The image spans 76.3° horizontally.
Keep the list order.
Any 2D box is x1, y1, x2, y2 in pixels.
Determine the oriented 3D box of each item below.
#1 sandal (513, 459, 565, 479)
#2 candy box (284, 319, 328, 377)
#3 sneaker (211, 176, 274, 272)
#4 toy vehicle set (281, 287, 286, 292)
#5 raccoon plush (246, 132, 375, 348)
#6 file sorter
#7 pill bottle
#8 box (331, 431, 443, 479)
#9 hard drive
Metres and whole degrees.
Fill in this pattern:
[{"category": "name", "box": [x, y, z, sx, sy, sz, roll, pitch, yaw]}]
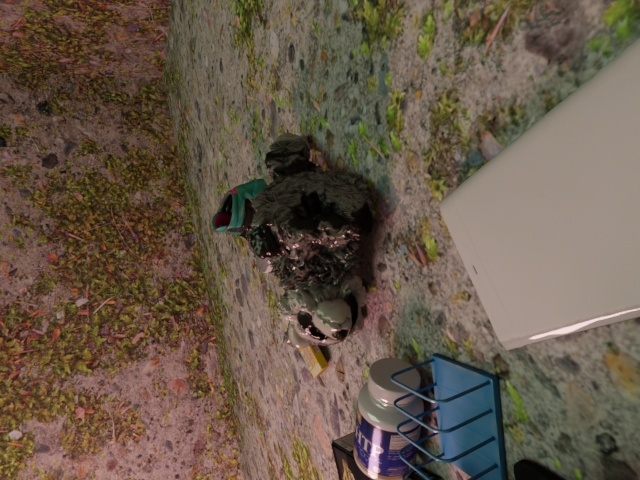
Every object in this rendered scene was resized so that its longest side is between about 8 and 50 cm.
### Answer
[{"category": "sandal", "box": [0.282, 0.303, 0.443, 0.179, 0.040, 0.067, -5, 94, 64]}, {"category": "candy box", "box": [-0.048, 0.249, 1.057, 0.206, 0.027, 0.105, 59, 153, 21]}, {"category": "sneaker", "box": [-0.217, -0.029, 1.169, 0.124, 0.178, 0.295, 37, 131, 54]}, {"category": "toy vehicle set", "box": [-0.042, 0.087, 1.021, 0.267, 0.035, 0.166, 33, 128, 56]}, {"category": "raccoon plush", "box": [0.000, 0.000, 0.837, 0.446, 0.216, 0.299, -86, -8, -51]}, {"category": "file sorter", "box": [0.174, 0.270, 0.577, 0.118, 0.104, 0.170, 3, 102, 64]}, {"category": "pill bottle", "box": [0.116, 0.301, 0.695, 0.112, 0.112, 0.186, 36, 130, 55]}, {"category": "box", "box": [0.143, 0.560, 0.781, 0.293, 0.073, 0.295, -17, 84, 64]}, {"category": "hard drive", "box": [0.254, -0.025, 0.389, 0.307, 0.040, 0.203, -50, 55, 58]}]
